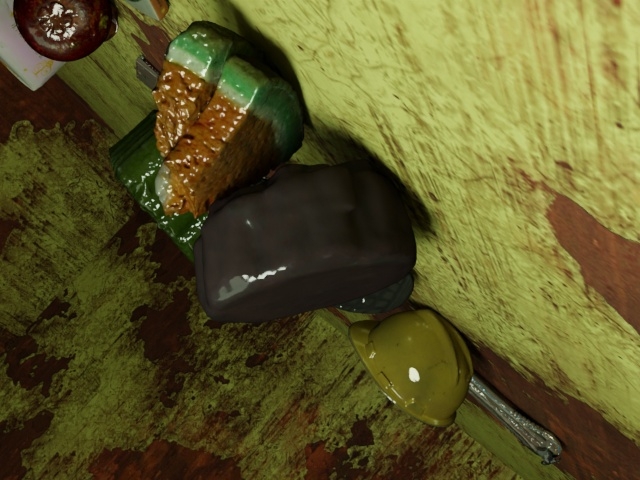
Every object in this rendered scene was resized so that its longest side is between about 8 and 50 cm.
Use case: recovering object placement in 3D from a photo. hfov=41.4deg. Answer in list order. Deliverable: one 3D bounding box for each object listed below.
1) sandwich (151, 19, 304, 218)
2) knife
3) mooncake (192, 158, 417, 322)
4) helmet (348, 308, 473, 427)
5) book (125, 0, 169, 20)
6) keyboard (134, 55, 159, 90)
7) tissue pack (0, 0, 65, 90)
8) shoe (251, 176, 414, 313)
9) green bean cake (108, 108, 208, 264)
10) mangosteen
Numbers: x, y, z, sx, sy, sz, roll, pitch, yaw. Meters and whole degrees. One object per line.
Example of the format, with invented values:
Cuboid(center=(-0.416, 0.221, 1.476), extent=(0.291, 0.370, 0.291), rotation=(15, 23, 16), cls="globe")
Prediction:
Cuboid(center=(-0.112, -0.133, 0.998), extent=(0.109, 0.212, 0.292), rotation=(33, 154, 14), cls="sandwich")
Cuboid(center=(0.349, 0.317, 1.738), extent=(0.365, 0.043, 0.089), rotation=(42, 139, 11), cls="knife")
Cuboid(center=(-0.023, 0.005, 1.056), extent=(0.283, 0.283, 0.141), rotation=(69, -174, -73), cls="mooncake")
Cuboid(center=(0.187, 0.200, 1.532), extent=(0.257, 0.140, 0.205), rotation=(52, -152, 22), cls="helmet")
Cuboid(center=(-0.320, -0.422, 0.972), extent=(0.260, 0.043, 0.371), rotation=(39, 171, 15), cls="book")
Cuboid(center=(-0.335, -0.323, 1.643), extent=(0.055, 0.017, 0.166), rotation=(38, 172, -9), cls="keyboard")
Cuboid(center=(-0.538, -0.411, 1.526), extent=(0.124, 0.185, 0.225), rotation=(38, 171, 23), cls="tissue pack")
Cuboid(center=(0.000, 0.000, 1.415), extent=(0.336, 0.132, 0.171), rotation=(31, -167, -5), cls="shoe")
Cuboid(center=(-0.290, -0.128, 1.844), extent=(0.335, 0.218, 0.319), rotation=(52, 175, -25), cls="green bean cake")
Cuboid(center=(-0.411, -0.357, 1.352), extent=(0.156, 0.146, 0.181), rotation=(42, 172, -22), cls="mangosteen")
